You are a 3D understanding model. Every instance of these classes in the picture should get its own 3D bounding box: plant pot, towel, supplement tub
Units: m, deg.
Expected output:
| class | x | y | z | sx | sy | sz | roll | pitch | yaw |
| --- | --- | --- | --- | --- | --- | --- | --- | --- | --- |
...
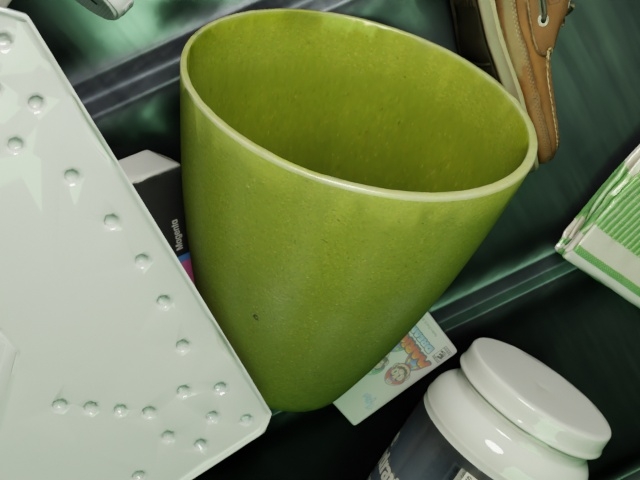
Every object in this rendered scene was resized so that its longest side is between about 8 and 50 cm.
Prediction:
| class | x | y | z | sx | sy | sz | roll | pitch | yaw |
| --- | --- | --- | --- | --- | --- | --- | --- | --- | --- |
| plant pot | 0.000 | 0.000 | 0.734 | 0.275 | 0.275 | 0.293 | 3 | 128 | -18 |
| towel | 0.432 | -0.064 | 0.939 | 0.248 | 0.038 | 0.325 | 30 | 102 | -28 |
| supplement tub | 0.163 | 0.262 | 0.931 | 0.191 | 0.191 | 0.272 | 24 | 107 | -25 |

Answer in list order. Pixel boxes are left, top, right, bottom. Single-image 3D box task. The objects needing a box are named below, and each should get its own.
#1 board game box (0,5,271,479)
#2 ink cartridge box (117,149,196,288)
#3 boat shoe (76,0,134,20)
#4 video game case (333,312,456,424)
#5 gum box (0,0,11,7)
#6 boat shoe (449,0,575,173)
| class | x | y | z | sx | sy | sz | roll | pitch | yaw |
| --- | --- | --- | --- | --- | --- | --- | --- | --- | --- |
| board game box | -0.280 | 0.095 | 0.600 | 0.390 | 0.050 | 0.390 | -31 | 123 | -8 |
| ink cartridge box | -0.265 | 0.070 | 0.698 | 0.371 | 0.069 | 0.176 | -26 | 123 | -32 |
| boat shoe | -0.224 | -0.259 | 0.635 | 0.226 | 0.083 | 0.076 | 37 | 74 | -29 |
| video game case | 0.051 | 0.109 | 0.921 | 0.143 | 0.019 | 0.157 | -37 | 120 | 4 |
| gum box | -0.266 | -0.196 | 0.598 | 0.107 | 0.062 | 0.188 | 33 | 145 | -26 |
| boat shoe | 0.172 | -0.202 | 0.749 | 0.104 | 0.111 | 0.307 | -26 | 121 | -3 |
